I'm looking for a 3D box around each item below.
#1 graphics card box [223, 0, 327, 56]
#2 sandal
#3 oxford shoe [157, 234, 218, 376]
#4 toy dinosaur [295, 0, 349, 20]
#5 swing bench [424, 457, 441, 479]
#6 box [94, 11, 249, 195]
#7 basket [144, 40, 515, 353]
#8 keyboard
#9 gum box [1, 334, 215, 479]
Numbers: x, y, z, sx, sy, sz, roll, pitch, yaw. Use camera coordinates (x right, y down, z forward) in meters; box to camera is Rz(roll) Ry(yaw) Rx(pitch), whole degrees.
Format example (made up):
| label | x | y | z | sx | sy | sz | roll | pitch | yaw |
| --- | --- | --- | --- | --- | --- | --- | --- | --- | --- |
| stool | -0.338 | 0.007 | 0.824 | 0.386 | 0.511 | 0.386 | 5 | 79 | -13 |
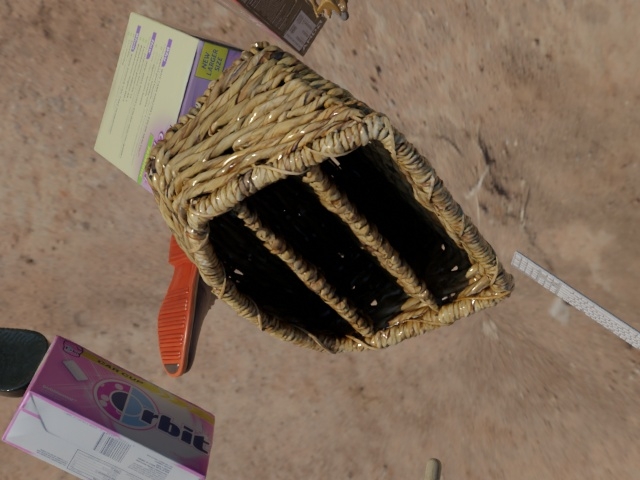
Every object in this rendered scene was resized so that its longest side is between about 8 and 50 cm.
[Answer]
| label | x | y | z | sx | sy | sz | roll | pitch | yaw |
| --- | --- | --- | --- | --- | --- | --- | --- | --- | --- |
| graphics card box | -0.147 | -0.447 | 1.748 | 0.232 | 0.371 | 0.094 | 34 | 96 | 15 |
| sandal | -0.711 | 0.205 | 1.964 | 0.445 | 0.107 | 0.168 | -2 | 54 | 23 |
| oxford shoe | -0.199 | 0.094 | 1.693 | 0.097 | 0.098 | 0.271 | -5 | 72 | 49 |
| toy dinosaur | 0.002 | -0.318 | 1.153 | 0.064 | 0.211 | 0.112 | 9 | 59 | 6 |
| swing bench | 0.202 | 0.426 | 1.196 | 0.253 | 0.255 | 0.165 | 20 | 133 | -17 |
| box | -0.198 | -0.185 | 1.435 | 0.243 | 0.117 | 0.214 | 32 | 108 | 53 |
| basket | 0.000 | 0.000 | 0.974 | 0.213 | 0.299 | 0.223 | -46 | 45 | -4 |
| keyboard | 0.402 | 0.097 | 1.566 | 0.256 | 0.072 | 0.014 | 35 | 84 | 15 |
| gum box | -0.189 | 0.178 | 0.970 | 0.188 | 0.107 | 0.062 | 29 | 110 | -11 |
